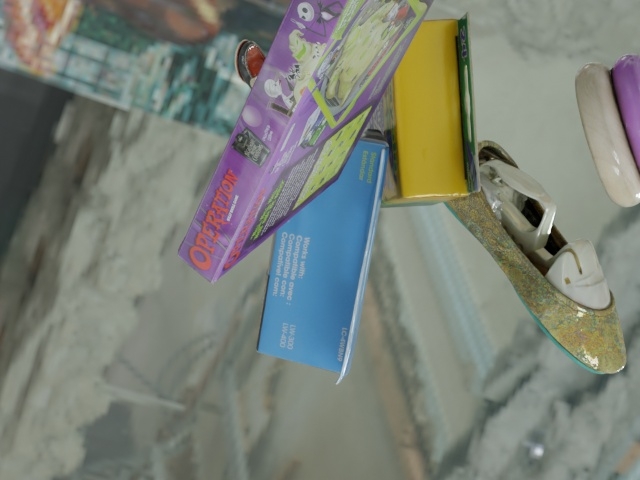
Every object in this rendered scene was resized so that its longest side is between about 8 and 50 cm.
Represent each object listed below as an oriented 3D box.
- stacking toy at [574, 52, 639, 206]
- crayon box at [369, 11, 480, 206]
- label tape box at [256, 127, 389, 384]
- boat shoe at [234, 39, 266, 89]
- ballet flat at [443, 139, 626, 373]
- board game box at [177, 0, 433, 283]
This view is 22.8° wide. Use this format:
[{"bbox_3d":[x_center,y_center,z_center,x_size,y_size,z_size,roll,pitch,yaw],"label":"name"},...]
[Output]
[{"bbox_3d":[0.407,-0.141,1.447,0.330,0.141,0.141,-17,-135,17],"label":"stacking toy"},{"bbox_3d":[0.115,-0.147,1.881,0.323,0.083,0.203,168,-81,-84],"label":"crayon box"},{"bbox_3d":[0.000,0.000,1.747,0.347,0.115,0.249,-70,169,-83],"label":"label tape box"},{"bbox_3d":[-0.076,-0.214,2.148,0.043,0.137,0.049,23,-122,39],"label":"boat shoe"},{"bbox_3d":[0.279,0.011,1.998,0.348,0.123,0.123,52,-49,22],"label":"ballet flat"},{"bbox_3d":[0.007,-0.131,1.301,0.208,0.056,0.347,-46,170,-46],"label":"board game box"}]
